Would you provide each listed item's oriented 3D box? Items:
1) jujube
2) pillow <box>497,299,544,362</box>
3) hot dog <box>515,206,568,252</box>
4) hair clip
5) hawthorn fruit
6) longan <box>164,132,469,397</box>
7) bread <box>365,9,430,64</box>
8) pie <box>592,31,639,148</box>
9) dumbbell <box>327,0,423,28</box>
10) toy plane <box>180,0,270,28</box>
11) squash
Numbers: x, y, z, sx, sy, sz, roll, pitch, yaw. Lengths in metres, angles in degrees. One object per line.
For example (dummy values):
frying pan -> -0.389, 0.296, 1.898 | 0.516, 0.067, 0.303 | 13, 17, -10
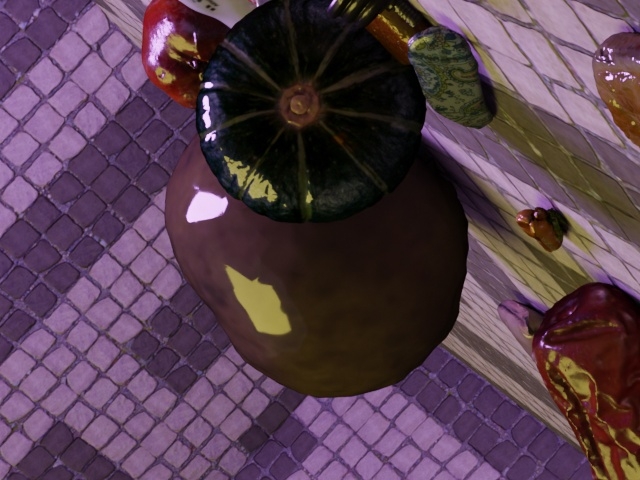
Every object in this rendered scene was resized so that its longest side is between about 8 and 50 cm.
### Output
jujube -> 0.398, 0.210, 2.040 | 0.342, 0.216, 0.216 | 56, 172, -14
pillow -> 0.391, 0.195, 2.660 | 0.270, 0.067, 0.173 | 44, -179, -21
hot dog -> 0.266, -0.018, 1.940 | 0.056, 0.041, 0.133 | 41, -177, 18
hair clip -> 0.140, -0.153, 1.655 | 0.229, 0.066, 0.036 | 47, -142, -64
hawthorn fruit -> -0.163, -0.286, 2.288 | 0.185, 0.185, 0.202 | 45, -164, -31
longan -> 0.009, 0.003, 2.258 | 0.404, 0.404, 0.436 | 36, 158, 54
bread -> 0.073, -0.221, 1.660 | 0.094, 0.035, 0.090 | 44, 175, -9
pie -> 0.277, -0.079, 1.185 | 0.195, 0.046, 0.195 | 44, 175, 5
dumbbell -> 0.009, -0.261, 1.440 | 0.208, 0.099, 0.099 | 42, 176, -2
toy plane -> -0.109, -0.304, 1.957 | 0.252, 0.118, 0.252 | 43, 173, 7
squash -> -0.009, -0.140, 1.775 | 0.252, 0.252, 0.165 | 42, -177, 5
